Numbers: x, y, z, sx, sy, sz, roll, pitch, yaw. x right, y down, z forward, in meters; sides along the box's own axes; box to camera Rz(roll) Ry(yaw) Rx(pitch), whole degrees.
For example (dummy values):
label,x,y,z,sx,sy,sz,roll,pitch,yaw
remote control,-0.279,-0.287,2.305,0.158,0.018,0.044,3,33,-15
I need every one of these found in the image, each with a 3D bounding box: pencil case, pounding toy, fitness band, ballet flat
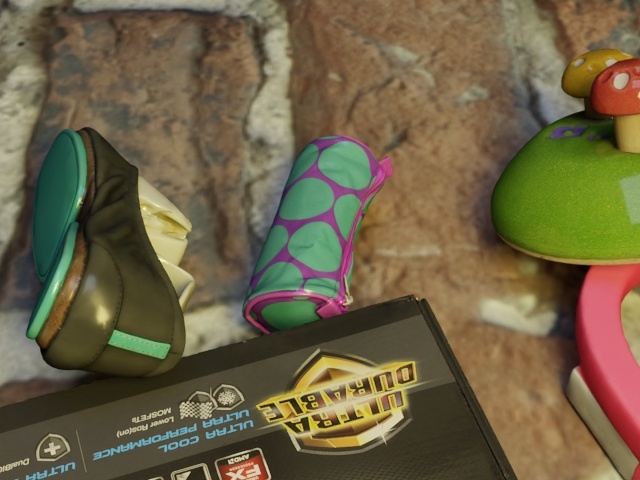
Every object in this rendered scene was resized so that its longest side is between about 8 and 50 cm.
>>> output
label,x,y,z,sx,sy,sz,roll,pitch,yaw
pencil case,0.000,0.000,0.810,0.070,0.064,0.152,-3,45,20
pounding toy,0.216,-0.080,0.810,0.236,0.110,0.183,-25,25,-28
fitness band,0.272,0.094,0.725,0.209,0.054,0.291,-19,50,-17
ballet flat,-0.130,0.011,0.770,0.096,0.095,0.280,22,18,-19

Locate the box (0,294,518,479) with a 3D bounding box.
label,x,y,z,sx,sy,sz,roll,pitch,yaw
box,-0.031,0.186,0.631,0.295,0.073,0.293,-14,47,-11
